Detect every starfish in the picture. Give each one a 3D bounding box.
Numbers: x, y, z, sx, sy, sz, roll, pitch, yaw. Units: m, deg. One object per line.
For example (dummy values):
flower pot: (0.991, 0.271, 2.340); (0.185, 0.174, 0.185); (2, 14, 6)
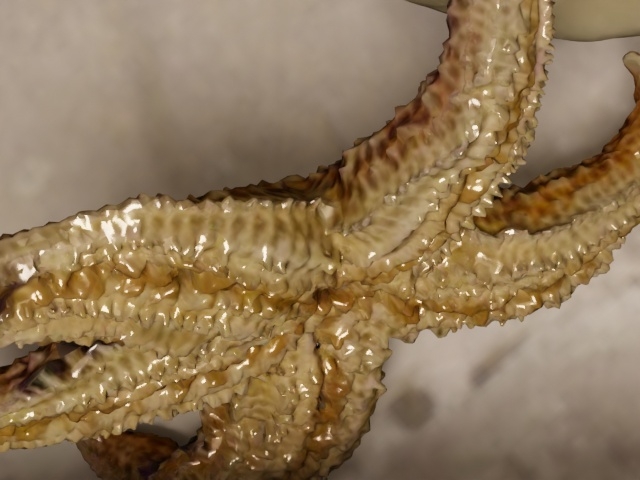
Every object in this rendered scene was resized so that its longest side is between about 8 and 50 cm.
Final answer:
starfish: (0.002, 0.001, 0.479); (0.238, 0.216, 0.071); (-17, 59, -23)

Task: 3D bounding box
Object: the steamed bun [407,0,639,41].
steamed bun: (0.061, -0.207, 0.479); (0.268, 0.207, 0.280); (24, 86, 8)
